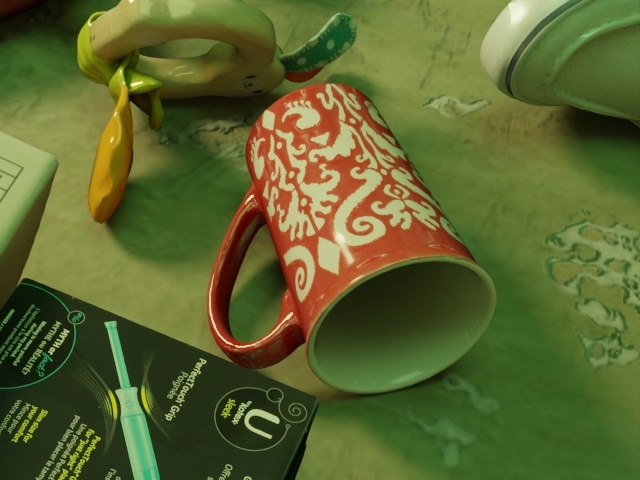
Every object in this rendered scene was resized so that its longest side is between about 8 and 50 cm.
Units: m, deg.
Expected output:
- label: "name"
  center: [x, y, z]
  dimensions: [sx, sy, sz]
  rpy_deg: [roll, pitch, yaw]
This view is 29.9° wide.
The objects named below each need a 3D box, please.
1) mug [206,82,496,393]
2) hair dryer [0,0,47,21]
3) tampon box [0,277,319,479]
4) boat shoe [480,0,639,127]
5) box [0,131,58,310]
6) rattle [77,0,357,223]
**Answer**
- label: "mug"
  center: [0.004, -0.007, 0.713]
  dimensions: [0.150, 0.113, 0.169]
  rpy_deg: [-6, 46, -19]
- label: "hair dryer"
  center: [-0.168, -0.205, 0.824]
  dimensions: [0.293, 0.080, 0.223]
  rpy_deg: [-22, 25, -4]
- label: "tampon box"
  center: [-0.100, 0.118, 0.579]
  dimensions: [0.161, 0.101, 0.120]
  rpy_deg: [22, 48, 7]
- label: "boat shoe"
  center: [0.296, -0.123, 0.878]
  dimensions: [0.367, 0.136, 0.156]
  rpy_deg: [-8, 53, -31]
- label: "box"
  center: [-0.249, 0.038, 0.578]
  dimensions: [0.149, 0.127, 0.232]
  rpy_deg: [25, 42, -5]
- label: "rattle"
  center: [-0.057, -0.087, 0.802]
  dimensions: [0.200, 0.130, 0.142]
  rpy_deg: [9, 52, -41]
